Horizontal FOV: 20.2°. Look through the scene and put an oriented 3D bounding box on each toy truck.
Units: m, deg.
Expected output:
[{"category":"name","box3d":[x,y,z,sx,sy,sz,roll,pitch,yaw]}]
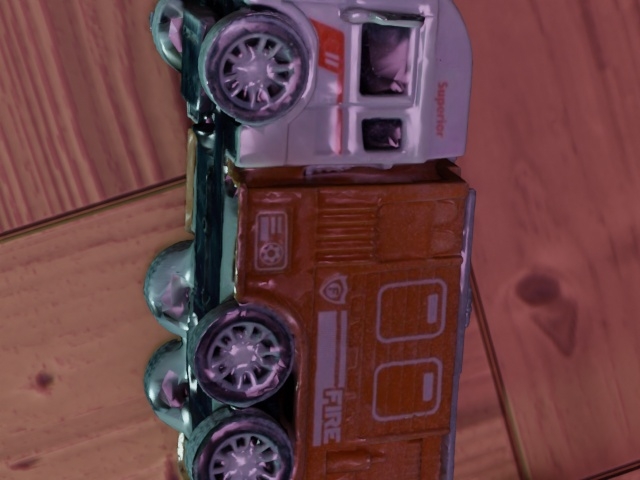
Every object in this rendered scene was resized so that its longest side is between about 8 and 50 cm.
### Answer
[{"category":"toy truck","box3d":[0.000,0.000,0.941,0.162,0.136,0.305,-2,107,-17]}]
